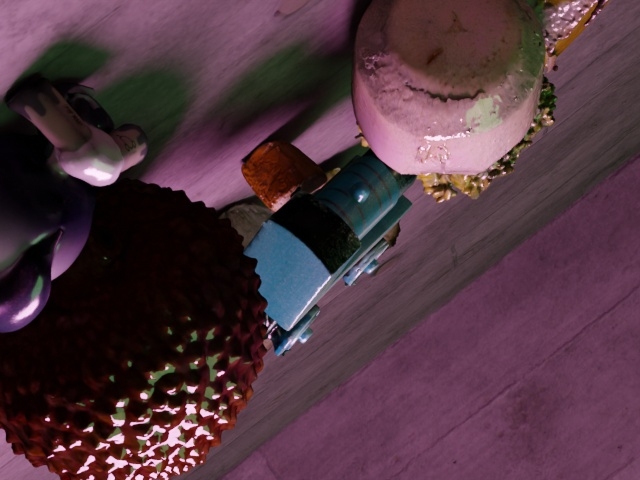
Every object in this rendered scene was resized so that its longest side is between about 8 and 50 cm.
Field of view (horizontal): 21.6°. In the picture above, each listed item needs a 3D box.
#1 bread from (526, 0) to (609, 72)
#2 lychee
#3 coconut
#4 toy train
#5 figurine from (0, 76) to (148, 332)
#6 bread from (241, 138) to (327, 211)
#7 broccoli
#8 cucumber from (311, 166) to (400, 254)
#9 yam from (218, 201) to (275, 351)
[{"bbox_3d":[0.254,-0.302,1.847,0.156,0.158,0.261,-43,173,-49],"label":"bread"},{"bbox_3d":[-0.191,0.097,1.641,0.306,0.306,0.330,-35,143,-12],"label":"lychee"},{"bbox_3d":[0.136,-0.170,1.786,0.224,0.224,0.234,-34,157,-16],"label":"coconut"},{"bbox_3d":[0.007,-0.005,1.832,0.298,0.120,0.194,-44,173,-48],"label":"toy train"},{"bbox_3d":[-0.249,-0.021,1.452,0.222,0.145,0.145,-48,164,20],"label":"figurine"},{"bbox_3d":[-0.042,-0.077,1.950,0.076,0.070,0.083,-39,168,7],"label":"bread"},{"bbox_3d":[0.180,-0.144,2.072,0.242,0.180,0.273,-35,166,-19],"label":"broccoli"},{"bbox_3d":[0.003,0.000,2.231,0.134,0.134,0.244,-31,177,-28],"label":"cucumber"},{"bbox_3d":[-0.139,0.102,2.112,0.168,0.168,0.304,-23,158,-48],"label":"yam"}]
